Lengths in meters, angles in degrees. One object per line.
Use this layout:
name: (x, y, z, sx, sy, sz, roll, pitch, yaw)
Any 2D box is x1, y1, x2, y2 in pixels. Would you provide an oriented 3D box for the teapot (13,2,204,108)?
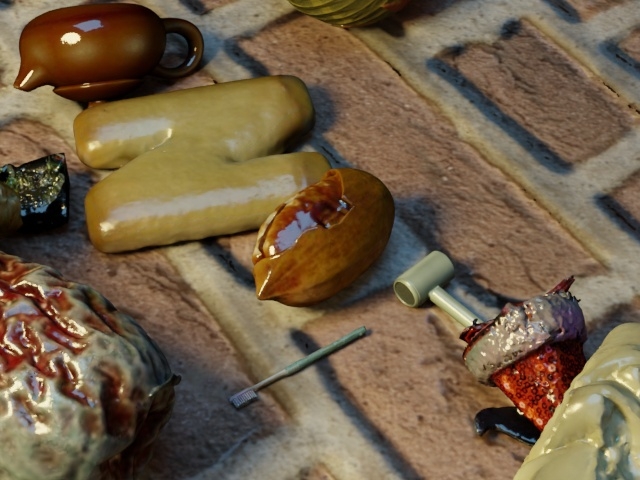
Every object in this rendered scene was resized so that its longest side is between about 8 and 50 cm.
teapot: (-0.256, -0.221, 1.795, 0.252, 0.135, 0.178, -8, 10, -31)

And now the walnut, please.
walnut: (0.000, 0.000, 1.572, 0.116, 0.116, 0.207, 30, 57, 27)

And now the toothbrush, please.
toothbrush: (-0.020, 0.130, 1.515, 0.167, 0.011, 0.014, -27, 56, -22)

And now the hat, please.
hat: (0.237, 0.155, 1.437, 0.140, 0.129, 0.227, -8, 60, -38)

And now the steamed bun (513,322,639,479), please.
steamed bun: (0.259, 0.232, 1.224, 0.206, 0.275, 0.320, 28, 90, 15)

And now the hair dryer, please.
hair dryer: (0.142, 0.066, 1.557, 0.063, 0.038, 0.124, -36, 61, -28)

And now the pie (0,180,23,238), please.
pie: (-0.461, -0.032, 1.527, 0.315, 0.315, 0.092, -1, 87, 1)

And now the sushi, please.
sushi: (-0.328, -0.048, 1.671, 0.085, 0.056, 0.083, -6, 54, -5)

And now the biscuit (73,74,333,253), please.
biscuit: (-0.137, -0.096, 1.703, 0.291, 0.062, 0.237, -9, 46, -5)

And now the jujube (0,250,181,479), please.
jujube: (-0.291, 0.129, 1.389, 0.317, 0.226, 0.226, 19, 50, 18)

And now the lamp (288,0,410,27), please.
lamp: (0.022, -0.404, 1.839, 0.250, 0.284, 0.250, -27, 50, 37)
